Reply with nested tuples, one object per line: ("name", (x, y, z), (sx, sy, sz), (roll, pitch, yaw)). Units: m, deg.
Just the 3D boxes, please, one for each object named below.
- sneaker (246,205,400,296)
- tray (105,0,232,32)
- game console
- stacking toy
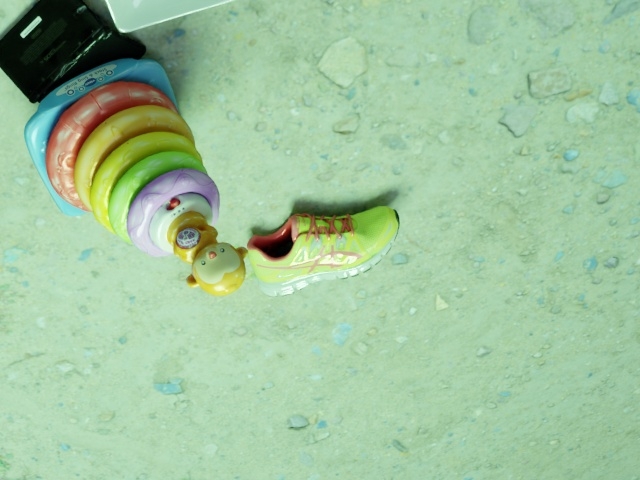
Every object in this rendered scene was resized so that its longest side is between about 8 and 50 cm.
("sneaker", (0.000, 0.000, 1.323), (0.208, 0.081, 0.094), (-23, 129, 8))
("tray", (-0.103, -0.315, 1.060), (0.270, 0.030, 0.145), (-16, 131, 1))
("game console", (-0.274, -0.206, 1.128), (0.122, 0.071, 0.107), (-38, 98, 19))
("stacking toy", (-0.169, -0.043, 1.084), (0.175, 0.302, 0.166), (-30, 141, -16))
